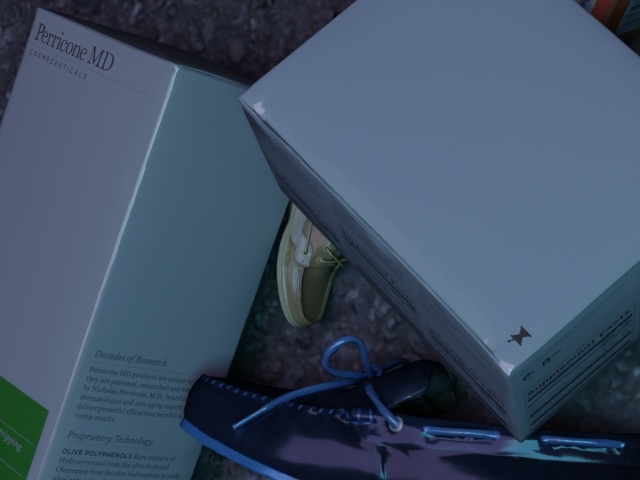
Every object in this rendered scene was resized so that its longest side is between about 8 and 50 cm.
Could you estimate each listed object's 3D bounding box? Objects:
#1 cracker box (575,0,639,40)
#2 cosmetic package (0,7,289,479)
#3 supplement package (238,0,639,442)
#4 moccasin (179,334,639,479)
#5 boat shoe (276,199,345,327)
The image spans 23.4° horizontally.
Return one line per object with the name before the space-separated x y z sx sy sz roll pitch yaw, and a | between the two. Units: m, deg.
cracker box | 0.148 -0.260 1.059 0.232 0.067 0.156 45 137 24
cosmetic package | -0.166 0.028 1.190 0.197 0.155 0.366 25 100 44
supplement package | 0.114 -0.043 1.012 0.204 0.145 0.262 -40 66 -8
moccasin | 0.070 0.138 1.092 0.342 0.137 0.117 15 90 16
boat shoe | 0.000 0.000 1.171 0.045 0.050 0.135 5 89 36
